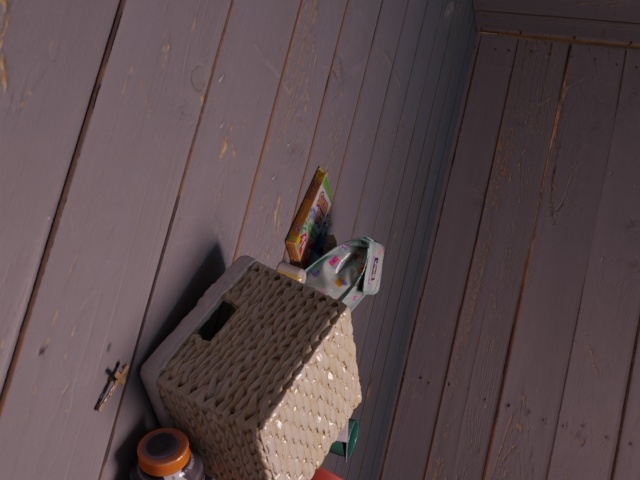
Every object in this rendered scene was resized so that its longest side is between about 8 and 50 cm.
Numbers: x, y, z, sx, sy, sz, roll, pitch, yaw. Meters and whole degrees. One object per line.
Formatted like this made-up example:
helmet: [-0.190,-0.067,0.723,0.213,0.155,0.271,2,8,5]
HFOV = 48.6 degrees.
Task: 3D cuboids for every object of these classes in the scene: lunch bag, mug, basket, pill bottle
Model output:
lunch bag: [0.061,0.097,1.851,0.262,0.160,0.223,-45,166,9]
mug: [-0.072,0.095,1.744,0.062,0.064,0.078,30,72,-72]
basket: [-0.111,0.268,1.341,0.328,0.266,0.331,-51,147,-36]
mug: [0.066,0.689,2.466,0.129,0.097,0.158,-47,145,-59]
pill bottle: [-0.268,0.450,1.260,0.130,0.130,0.246,-53,150,-53]

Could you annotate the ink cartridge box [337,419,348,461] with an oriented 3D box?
ink cartridge box: [0.029,0.398,2.020,0.324,0.071,0.330,-105,-164,-65]

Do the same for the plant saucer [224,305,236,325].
plant saucer: [-0.149,0.175,1.590,0.188,0.045,0.188,56,48,-65]

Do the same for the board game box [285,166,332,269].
board game box: [-0.024,-0.060,1.852,0.124,0.039,0.259,77,27,-53]

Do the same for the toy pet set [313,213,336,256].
toy pet set: [0.000,0.000,1.952,0.114,0.065,0.122,-112,-162,-50]

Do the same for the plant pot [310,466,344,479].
plant pot: [-0.014,0.803,2.074,0.243,0.275,0.275,-60,156,-19]

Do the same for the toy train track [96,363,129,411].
toy train track: [-0.333,0.232,1.125,0.048,0.014,0.083,85,29,-58]
